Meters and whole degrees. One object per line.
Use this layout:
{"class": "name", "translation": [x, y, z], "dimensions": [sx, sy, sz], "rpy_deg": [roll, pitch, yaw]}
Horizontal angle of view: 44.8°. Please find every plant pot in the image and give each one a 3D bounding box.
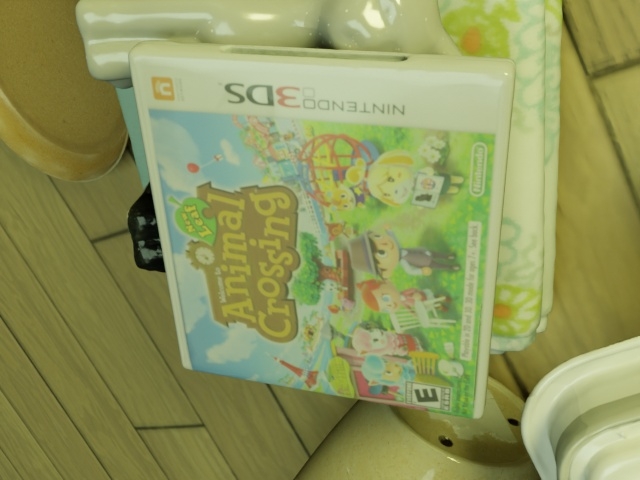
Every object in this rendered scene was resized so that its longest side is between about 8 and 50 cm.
{"class": "plant pot", "translation": [0.070, 0.242, 0.634], "dimensions": [0.256, 0.256, 0.274], "rpy_deg": [26, 115, 20]}
{"class": "plant pot", "translation": [-0.255, -0.165, 0.710], "dimensions": [0.236, 0.032, 0.236], "rpy_deg": [20, 130, 26]}

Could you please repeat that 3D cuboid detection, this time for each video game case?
{"class": "video game case", "translation": [0.000, 0.000, 0.428], "dimensions": [0.193, 0.023, 0.212], "rpy_deg": [7, 123, 15]}

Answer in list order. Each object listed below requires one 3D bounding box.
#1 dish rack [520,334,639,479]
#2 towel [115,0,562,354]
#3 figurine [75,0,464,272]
{"class": "dish rack", "translation": [0.298, 0.144, 0.388], "dimensions": [0.333, 0.072, 0.285], "rpy_deg": [-22, 113, 19]}
{"class": "towel", "translation": [0.001, -0.106, 0.527], "dimensions": [0.320, 0.090, 0.374], "rpy_deg": [9, 125, 28]}
{"class": "figurine", "translation": [-0.015, -0.069, 0.454], "dimensions": [0.209, 0.092, 0.215], "rpy_deg": [7, 124, 20]}
